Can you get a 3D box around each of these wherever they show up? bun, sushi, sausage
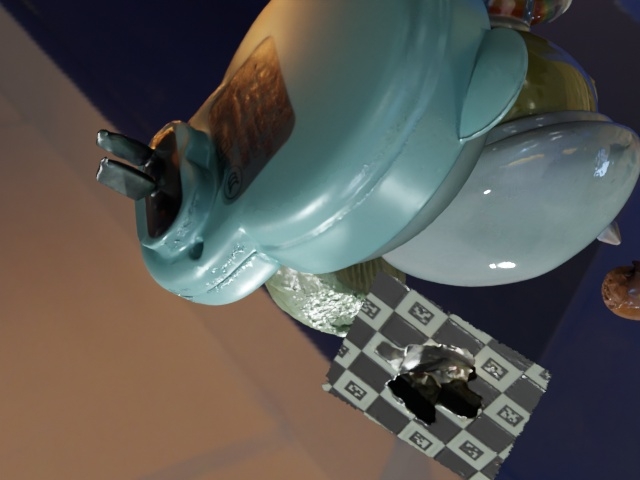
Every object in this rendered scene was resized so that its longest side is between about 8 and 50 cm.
[{"bbox_3d":[0.000,-0.002,1.257,0.221,0.108,0.221,32,-139,-33],"label":"bun"},{"bbox_3d":[0.111,0.121,1.102,0.192,0.210,0.040,32,-129,11],"label":"sushi"},{"bbox_3d":[0.279,0.048,0.835,0.176,0.040,0.047,12,-138,-18],"label":"sausage"}]

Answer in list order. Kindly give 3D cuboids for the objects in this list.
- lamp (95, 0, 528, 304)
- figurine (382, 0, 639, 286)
[{"bbox_3d":[-0.005,-0.068,0.740,0.147,0.284,0.209,51,-162,-39],"label":"lamp"},{"bbox_3d":[0.126,-0.151,0.911,0.224,0.382,0.205,-10,-170,-14],"label":"figurine"}]
